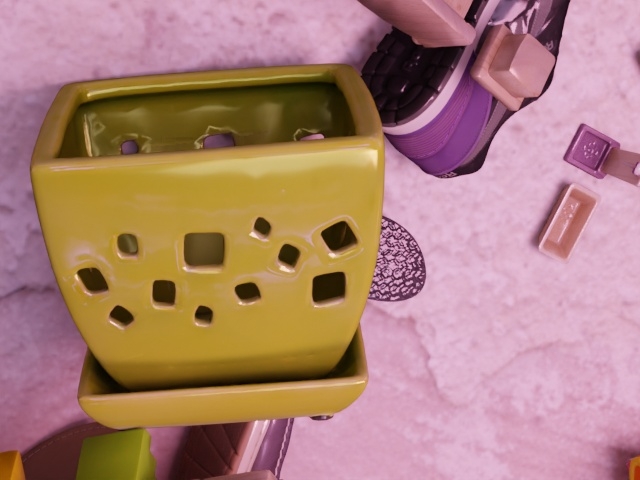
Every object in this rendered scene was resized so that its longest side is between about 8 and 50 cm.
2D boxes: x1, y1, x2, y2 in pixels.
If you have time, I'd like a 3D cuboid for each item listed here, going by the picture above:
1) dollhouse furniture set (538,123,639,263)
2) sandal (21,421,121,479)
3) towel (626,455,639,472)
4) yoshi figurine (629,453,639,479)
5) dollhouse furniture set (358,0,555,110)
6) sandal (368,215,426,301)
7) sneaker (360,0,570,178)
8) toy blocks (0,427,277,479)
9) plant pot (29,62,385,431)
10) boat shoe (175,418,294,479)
[{"bbox_3d":[0.244,-0.023,1.165,0.091,0.081,0.114,26,94,-20],"label":"dollhouse furniture set"},{"bbox_3d":[-0.225,0.229,1.095,0.240,0.088,0.079,-31,133,-2],"label":"sandal"},{"bbox_3d":[0.363,0.265,1.298,0.144,0.029,0.197,-20,107,-15],"label":"towel"},{"bbox_3d":[0.458,0.242,1.200,0.362,0.203,0.203,-8,60,-11],"label":"yoshi figurine"},{"bbox_3d":[0.051,-0.315,1.010,0.355,0.174,0.303,38,72,-30],"label":"dollhouse furniture set"},{"bbox_3d":[0.000,0.000,1.125,0.179,0.040,0.067,16,92,-5],"label":"sandal"},{"bbox_3d":[0.147,-0.179,1.109,0.283,0.107,0.124,-53,134,-3],"label":"sneaker"},{"bbox_3d":[-0.121,0.287,0.976,0.381,0.191,0.261,-12,136,18],"label":"toy blocks"},{"bbox_3d":[-0.071,0.004,0.989,0.227,0.228,0.207,-4,109,-3],"label":"plant pot"},{"bbox_3d":[-0.066,0.219,1.121,0.092,0.103,0.285,14,102,-24],"label":"boat shoe"}]
